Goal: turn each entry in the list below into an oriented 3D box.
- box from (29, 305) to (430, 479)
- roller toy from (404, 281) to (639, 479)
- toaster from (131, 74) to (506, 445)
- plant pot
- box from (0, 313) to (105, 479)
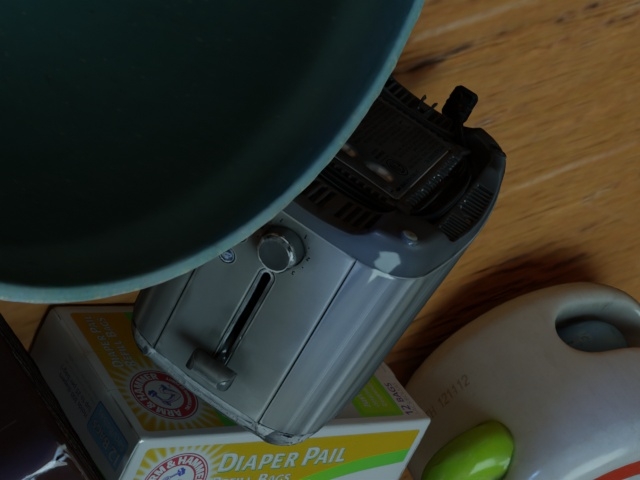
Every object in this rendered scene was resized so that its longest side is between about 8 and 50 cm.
[{"bbox_3d":[-0.060,0.108,0.967,0.203,0.114,0.103,2,126,-39],"label":"box"},{"bbox_3d":[0.152,0.127,1.135,0.191,0.146,0.209,-28,147,-1],"label":"roller toy"},{"bbox_3d":[0.000,0.000,0.873,0.146,0.129,0.227,-58,174,28],"label":"toaster"},{"bbox_3d":[-0.117,-0.147,0.566,0.293,0.196,0.293,-22,121,-41],"label":"plant pot"},{"bbox_3d":[-0.197,0.115,0.788,0.168,0.203,0.167,-33,141,-9],"label":"box"}]
